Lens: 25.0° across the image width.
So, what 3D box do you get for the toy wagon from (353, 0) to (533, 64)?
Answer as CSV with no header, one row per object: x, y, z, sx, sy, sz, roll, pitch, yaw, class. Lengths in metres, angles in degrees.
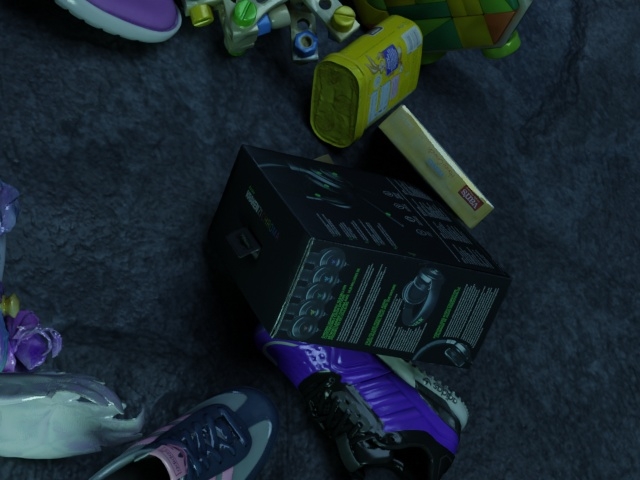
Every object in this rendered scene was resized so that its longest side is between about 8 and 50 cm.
0.185,-0.363,1.935,0.068,0.344,0.267,-52,130,-38,toy wagon

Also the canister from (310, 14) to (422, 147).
0.064,-0.215,1.926,0.073,0.126,0.170,25,41,24,canister

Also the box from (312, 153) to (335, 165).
0.000,0.000,1.830,0.164,0.021,0.201,-24,79,-39,box

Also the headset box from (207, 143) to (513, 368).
0.031,0.016,1.666,0.283,0.131,0.246,11,23,-29,headset box

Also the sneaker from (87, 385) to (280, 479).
-0.144,0.240,1.501,0.112,0.131,0.319,44,52,10,sneaker

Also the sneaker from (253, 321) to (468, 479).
0.042,0.197,1.695,0.293,0.102,0.146,32,52,-15,sneaker

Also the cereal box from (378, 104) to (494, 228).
0.145,-0.098,1.864,0.047,0.240,0.173,-42,93,4,cereal box

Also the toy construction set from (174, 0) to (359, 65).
-0.096,-0.377,1.893,0.215,0.151,0.327,-14,63,-12,toy construction set

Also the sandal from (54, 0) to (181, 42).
-0.310,-0.372,1.717,0.416,0.102,0.169,31,34,-34,sandal

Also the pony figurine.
-0.364,0.117,1.402,0.351,0.303,0.363,-10,71,-2,pony figurine
